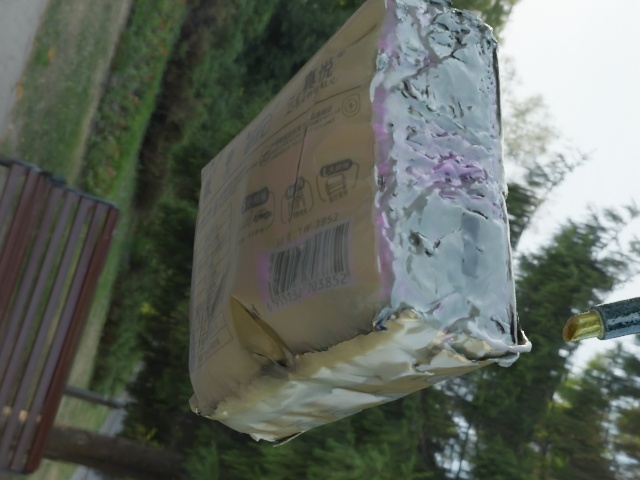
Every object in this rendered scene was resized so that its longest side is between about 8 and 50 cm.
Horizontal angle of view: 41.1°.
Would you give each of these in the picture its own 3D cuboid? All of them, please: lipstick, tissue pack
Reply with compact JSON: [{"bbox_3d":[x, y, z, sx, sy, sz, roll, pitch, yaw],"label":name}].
[{"bbox_3d":[0.222,0.050,0.590,0.037,0.116,0.037,170,-90,-82],"label":"lipstick"},{"bbox_3d":[0.000,0.000,0.534,0.257,0.123,0.215,-32,-130,51],"label":"tissue pack"}]
